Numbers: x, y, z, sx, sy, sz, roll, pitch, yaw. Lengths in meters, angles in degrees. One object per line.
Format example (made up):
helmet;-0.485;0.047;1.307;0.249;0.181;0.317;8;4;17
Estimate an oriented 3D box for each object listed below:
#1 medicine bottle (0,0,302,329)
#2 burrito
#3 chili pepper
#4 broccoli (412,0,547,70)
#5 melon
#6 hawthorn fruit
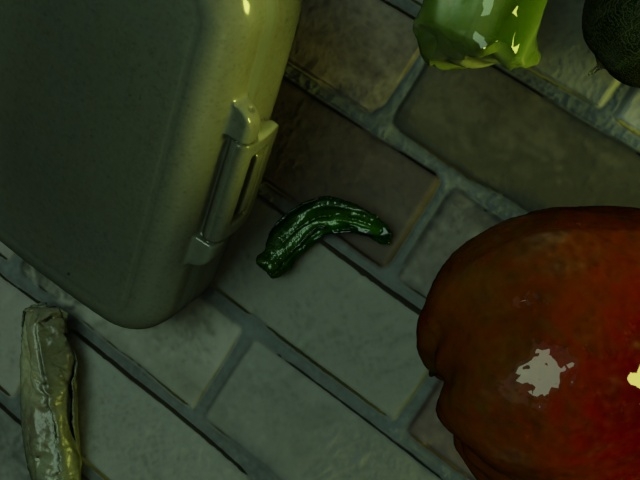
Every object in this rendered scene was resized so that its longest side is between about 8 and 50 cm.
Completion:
medicine bottle;-0.162;-0.119;0.998;0.282;0.123;0.375;36;130;17
burrito;-0.241;0.149;1.129;0.058;0.045;0.188;-5;85;46
chili pepper;-0.001;-0.008;1.056;0.118;0.035;0.055;-17;92;10
broccoli;0.185;-0.333;0.869;0.353;0.275;0.397;-37;48;43
melon;0.261;-0.177;0.922;0.167;0.114;0.114;-42;73;13
hawthorn fruit;0.202;0.069;0.881;0.261;0.224;0.224;-17;79;3
